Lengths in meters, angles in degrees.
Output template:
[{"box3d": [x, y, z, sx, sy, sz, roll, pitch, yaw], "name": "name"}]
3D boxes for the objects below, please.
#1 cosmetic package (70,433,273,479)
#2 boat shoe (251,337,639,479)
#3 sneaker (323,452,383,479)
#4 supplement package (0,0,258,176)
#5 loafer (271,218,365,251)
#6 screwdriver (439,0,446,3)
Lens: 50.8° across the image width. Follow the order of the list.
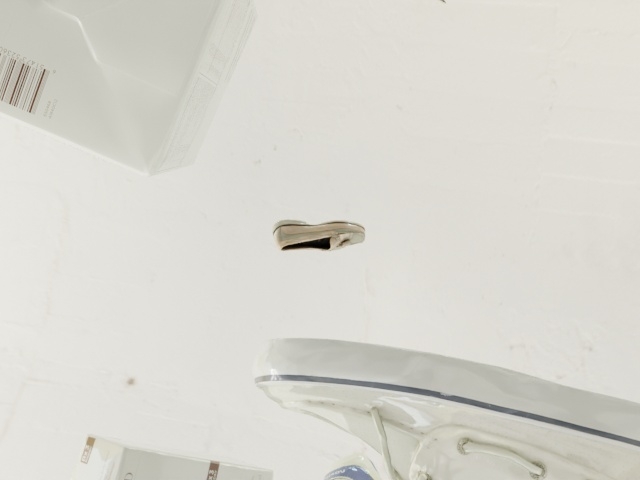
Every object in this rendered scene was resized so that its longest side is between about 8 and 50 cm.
[{"box3d": [-0.167, 0.299, 0.767, 0.085, 0.231, 0.118, -1, -109, 39], "name": "cosmetic package"}, {"box3d": [0.114, 0.184, 0.538, 0.366, 0.136, 0.157, 14, -107, -6], "name": "boat shoe"}, {"box3d": [0.119, 0.304, 0.620, 0.296, 0.131, 0.112, 40, -58, -14], "name": "sneaker"}, {"box3d": [-0.165, -0.154, 0.489, 0.194, 0.203, 0.149, 24, -83, -5], "name": "supplement package"}, {"box3d": [0.000, 0.000, 0.862, 0.125, 0.045, 0.039, 2, -130, -17], "name": "loafer"}, {"box3d": [0.111, -0.358, 0.922, 0.170, 0.024, 0.025, 50, -52, 29], "name": "screwdriver"}]
